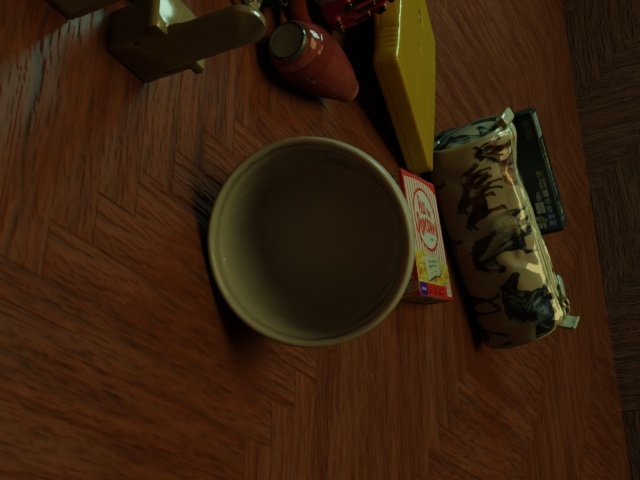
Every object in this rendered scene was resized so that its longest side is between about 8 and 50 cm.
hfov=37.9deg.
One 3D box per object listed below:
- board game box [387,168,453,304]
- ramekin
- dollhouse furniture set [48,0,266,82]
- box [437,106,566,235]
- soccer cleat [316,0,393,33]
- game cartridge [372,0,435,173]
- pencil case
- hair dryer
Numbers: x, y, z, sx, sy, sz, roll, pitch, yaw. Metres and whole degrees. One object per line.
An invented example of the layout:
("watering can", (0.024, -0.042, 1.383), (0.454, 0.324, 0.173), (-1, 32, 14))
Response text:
("board game box", (0.146, -0.002, 1.436), (0.147, 0.045, 0.193), (13, 66, -63))
("ramekin", (0.000, 0.000, 0.947), (0.109, 0.207, 0.207), (-13, 90, -74))
("dollhouse furniture set", (-0.157, -0.378, 0.827), (0.303, 0.174, 0.355), (42, 42, -52))
("box", (0.338, -0.113, 1.736), (0.059, 0.184, 0.232), (-43, 118, -62))
("soccer cleat", (0.026, -0.387, 1.236), (0.143, 0.116, 0.331), (62, 3, 7))
("game cartridge", (0.139, -0.308, 1.517), (0.285, 0.053, 0.323), (64, 27, -51))
("pencil case", (0.318, -0.019, 1.652), (0.160, 0.184, 0.410), (-42, 115, -62))
("hair dryer", (-0.021, -0.292, 1.184), (0.293, 0.080, 0.223), (61, 28, -32))
